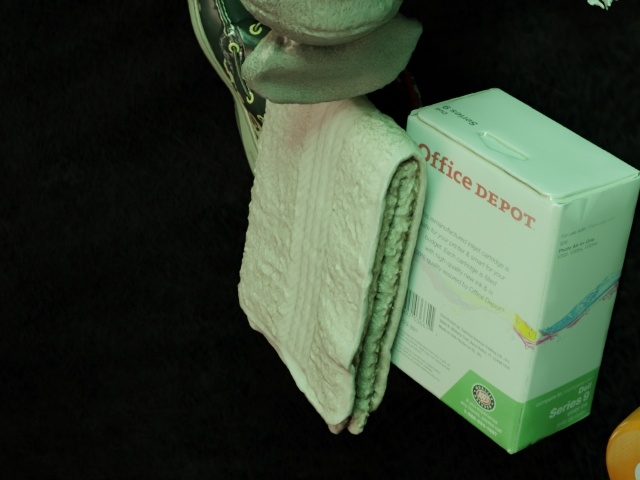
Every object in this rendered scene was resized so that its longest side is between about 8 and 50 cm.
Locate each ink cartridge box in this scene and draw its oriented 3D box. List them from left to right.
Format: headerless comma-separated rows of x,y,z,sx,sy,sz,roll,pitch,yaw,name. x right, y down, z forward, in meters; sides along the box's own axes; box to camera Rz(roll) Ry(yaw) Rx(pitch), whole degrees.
0.131,0.019,1.114,0.154,0.093,0.212,36,134,41,ink cartridge box

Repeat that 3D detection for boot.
-0.010,-0.152,1.247,0.178,0.085,0.236,-6,106,53,boot

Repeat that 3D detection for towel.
0.000,0.000,1.182,0.187,0.049,0.282,50,142,42,towel

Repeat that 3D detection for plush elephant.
0.020,-0.231,0.993,0.330,0.255,0.272,53,156,17,plush elephant

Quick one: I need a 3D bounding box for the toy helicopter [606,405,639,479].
0.323,0.228,0.942,0.235,0.140,0.355,13,126,42,toy helicopter
